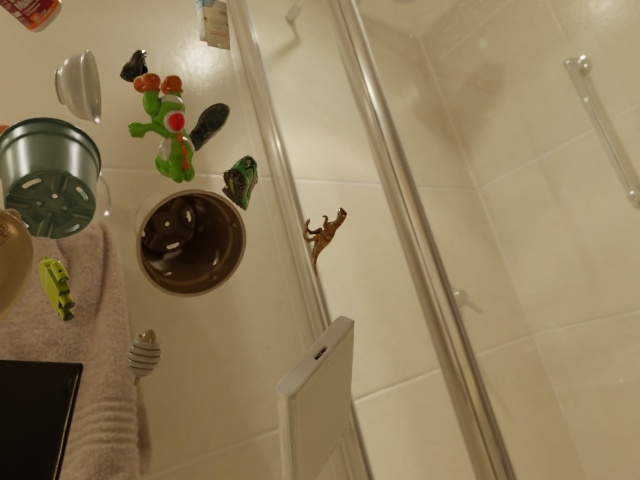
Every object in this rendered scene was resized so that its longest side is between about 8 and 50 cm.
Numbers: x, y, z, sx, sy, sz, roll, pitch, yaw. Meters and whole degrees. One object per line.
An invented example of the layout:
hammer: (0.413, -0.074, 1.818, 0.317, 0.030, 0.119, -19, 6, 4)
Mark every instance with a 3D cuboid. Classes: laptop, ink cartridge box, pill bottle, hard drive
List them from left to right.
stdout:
laptop: (-0.705, 0.443, 0.838, 0.408, 0.382, 0.236, 8, -33, -19)
pill bottle: (-0.794, -0.659, 1.127, 0.121, 0.121, 0.221, -20, -35, 18)
ink cartridge box: (-0.410, -0.818, 1.691, 0.104, 0.180, 0.060, -8, 5, -41)
hard drive: (-0.004, 0.316, 0.821, 0.040, 0.308, 0.203, 19, 37, 28)

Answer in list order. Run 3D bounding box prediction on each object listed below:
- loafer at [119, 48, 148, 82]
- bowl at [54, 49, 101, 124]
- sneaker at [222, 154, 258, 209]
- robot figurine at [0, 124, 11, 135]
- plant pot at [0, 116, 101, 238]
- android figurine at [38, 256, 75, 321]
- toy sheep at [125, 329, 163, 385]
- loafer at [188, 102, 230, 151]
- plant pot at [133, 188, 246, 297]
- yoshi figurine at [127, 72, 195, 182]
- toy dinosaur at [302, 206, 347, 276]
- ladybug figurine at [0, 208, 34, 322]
loafer: (-0.718, -0.682, 1.740, 0.078, 0.223, 0.076, 29, -53, -26)
bowl: (-1.007, -0.634, 1.829, 0.134, 0.298, 0.298, -2, -18, -15)
sneaker: (-0.316, -0.234, 1.845, 0.146, 0.134, 0.343, -49, 0, -21)
robot figurine: (-1.320, -0.403, 1.806, 0.219, 0.158, 0.128, -7, -1, 18)
plant pot: (-0.923, -0.198, 1.512, 0.341, 0.334, 0.341, -17, -48, -20)
android figurine: (-1.056, 0.185, 1.767, 0.056, 0.273, 0.248, -18, -33, -42)
toy sheep: (-0.417, 0.277, 1.046, 0.091, 0.132, 0.091, 9, -6, 1)
loafer: (-0.468, -0.484, 1.864, 0.267, 0.096, 0.084, -38, 7, 28)
plant pot: (-0.456, -0.026, 1.430, 0.333, 0.334, 0.305, -5, 18, -34)
yoshi figurine: (-0.532, -0.368, 1.523, 0.203, 0.362, 0.203, -12, 2, -1)
toy dinosaur: (0.000, 0.000, 1.218, 0.112, 0.211, 0.064, 28, 10, -15)
ladybug figurine: (-0.934, 0.099, 1.128, 0.449, 0.305, 0.162, -51, 21, -15)
